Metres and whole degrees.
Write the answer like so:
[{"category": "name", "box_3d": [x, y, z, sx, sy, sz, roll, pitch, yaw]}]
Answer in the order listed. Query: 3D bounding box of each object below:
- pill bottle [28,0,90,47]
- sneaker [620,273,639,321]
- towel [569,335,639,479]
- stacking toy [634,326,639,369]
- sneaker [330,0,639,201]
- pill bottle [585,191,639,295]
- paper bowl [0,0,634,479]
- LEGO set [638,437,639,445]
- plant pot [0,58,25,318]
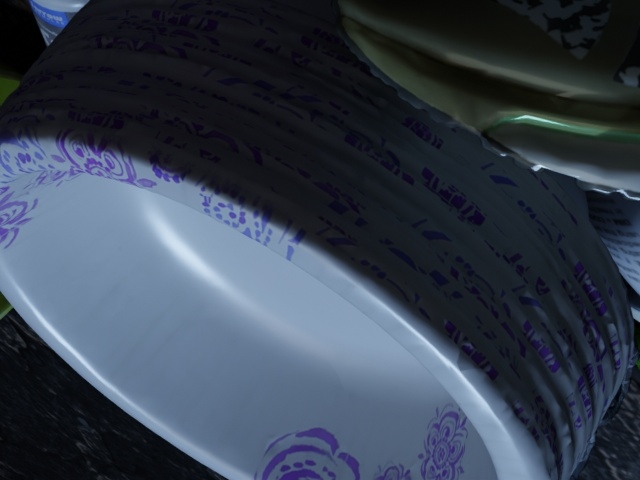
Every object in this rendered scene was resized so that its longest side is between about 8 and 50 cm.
[{"category": "pill bottle", "box_3d": [-0.148, -0.160, 1.244, 0.078, 0.078, 0.137, 26, 155, 23]}, {"category": "sneaker", "box_3d": [0.271, 0.051, 1.073, 0.275, 0.107, 0.110, 35, 177, 15]}, {"category": "towel", "box_3d": [0.057, 0.046, 1.097, 0.235, 0.121, 0.283, 29, 180, 14]}, {"category": "stacking toy", "box_3d": [0.124, 0.053, 1.305, 0.221, 0.052, 0.167, 40, 157, -10]}, {"category": "sneaker", "box_3d": [0.207, -0.116, 0.655, 0.410, 0.158, 0.182, 0, 108, 10]}, {"category": "pill bottle", "box_3d": [0.174, -0.064, 0.871, 0.160, 0.160, 0.283, 3, 140, 52]}, {"category": "paper bowl", "box_3d": [0.000, 0.000, 0.830, 0.284, 0.148, 0.284, 27, 153, 15]}, {"category": "LEGO set", "box_3d": [0.238, 0.184, 1.184, 0.244, 0.182, 0.060, 15, 140, 24]}, {"category": "plant pot", "box_3d": [-0.385, -0.087, 1.526, 0.293, 0.275, 0.275, 40, 162, 32]}]
